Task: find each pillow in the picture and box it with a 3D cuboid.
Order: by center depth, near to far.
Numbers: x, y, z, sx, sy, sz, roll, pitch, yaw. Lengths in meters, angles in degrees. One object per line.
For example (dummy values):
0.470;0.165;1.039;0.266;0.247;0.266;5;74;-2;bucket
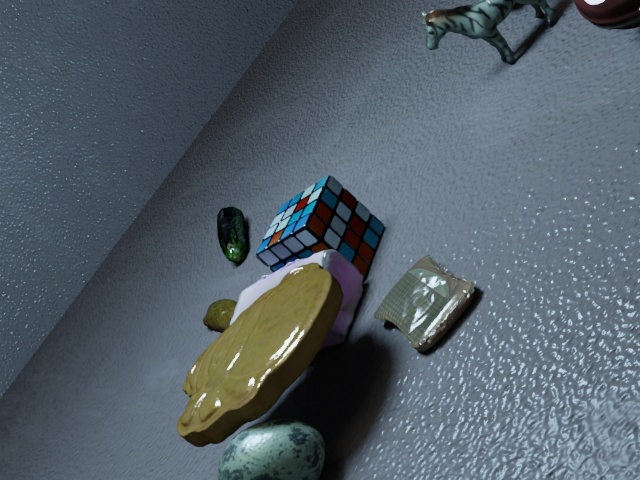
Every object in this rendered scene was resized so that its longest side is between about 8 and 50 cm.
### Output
0.159;0.093;1.540;0.135;0.034;0.211;-48;21;-3;pillow

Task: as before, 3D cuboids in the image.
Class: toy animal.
0.332;-0.415;1.933;0.255;0.170;0.090;-32;25;-5;toy animal

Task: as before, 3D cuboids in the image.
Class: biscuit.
-0.108;0.179;1.570;0.351;0.057;0.312;-37;19;29;biscuit

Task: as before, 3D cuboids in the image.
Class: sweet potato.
-0.210;0.160;2.139;0.074;0.075;0.269;-54;16;-15;sweet potato

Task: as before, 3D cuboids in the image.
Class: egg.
-0.068;0.324;1.442;0.172;0.132;0.132;-35;22;16;egg

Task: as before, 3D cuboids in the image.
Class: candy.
-0.054;0.129;1.797;0.265;0.116;0.155;-29;27;43;candy

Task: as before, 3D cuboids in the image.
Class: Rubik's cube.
0.000;0.000;1.867;0.154;0.155;0.151;-29;27;42;Rubik's cube

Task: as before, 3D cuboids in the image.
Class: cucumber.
-0.219;-0.012;2.482;0.074;0.074;0.241;-44;21;12;cucumber

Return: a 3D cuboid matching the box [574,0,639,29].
0.560;-0.484;1.527;0.404;0.108;0.263;-22;57;40;box
